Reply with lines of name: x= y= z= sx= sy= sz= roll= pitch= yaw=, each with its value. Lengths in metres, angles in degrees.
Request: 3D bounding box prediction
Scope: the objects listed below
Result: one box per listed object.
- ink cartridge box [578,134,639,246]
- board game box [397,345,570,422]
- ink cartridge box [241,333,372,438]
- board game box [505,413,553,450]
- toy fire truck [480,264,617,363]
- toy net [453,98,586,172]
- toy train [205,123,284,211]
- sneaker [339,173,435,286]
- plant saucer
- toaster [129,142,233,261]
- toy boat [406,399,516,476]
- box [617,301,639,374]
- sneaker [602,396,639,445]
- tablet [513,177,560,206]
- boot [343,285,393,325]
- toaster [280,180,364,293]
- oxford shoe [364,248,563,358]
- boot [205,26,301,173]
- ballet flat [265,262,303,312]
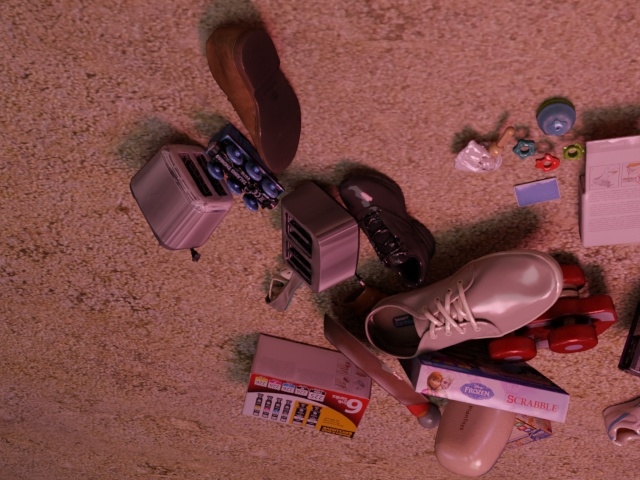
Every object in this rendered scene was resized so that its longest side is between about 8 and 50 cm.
ink cartridge box: x=0.635 y=-0.111 z=1.268 sx=0.296 sy=0.066 sz=0.261 roll=-5 pitch=131 yaw=14
board game box: x=0.349 y=0.303 z=1.556 sx=0.318 sy=0.318 sz=0.066 roll=12 pitch=93 yaw=-2
ink cartridge box: x=-0.041 y=0.410 z=1.830 sx=0.309 sy=0.130 sz=0.272 roll=13 pitch=134 yaw=-2
board game box: x=0.505 y=0.497 z=1.844 sx=0.193 sy=0.045 sz=0.146 roll=32 pitch=130 yaw=-33
toy fire truck: x=0.496 y=0.186 z=1.526 sx=0.302 sy=0.170 sz=0.254 roll=-14 pitch=153 yaw=21
toy net: x=0.365 y=-0.173 z=1.279 sx=0.232 sy=0.045 sz=0.122 roll=-17 pitch=129 yaw=26
toy train: x=-0.148 y=-0.139 z=1.359 sx=0.080 sy=0.105 sz=0.184 roll=-33 pitch=119 yaw=25
sneaker: x=0.141 y=-0.019 z=1.402 sx=0.109 sy=0.130 sz=0.286 roll=-29 pitch=120 yaw=33
plant saucer: x=0.116 y=0.284 z=1.592 sx=0.310 sy=0.310 sz=0.050 roll=41 pitch=86 yaw=-25
toaster: x=-0.272 y=-0.085 z=1.371 sx=0.129 sy=0.227 sz=0.146 roll=-6 pitch=149 yaw=-51
toy boat: x=0.357 y=0.463 z=1.770 sx=0.318 sy=0.268 sz=0.148 roll=6 pitch=146 yaw=50
box: x=0.786 y=0.240 z=1.423 sx=0.270 sy=0.165 sz=0.143 roll=19 pitch=176 yaw=15
sneaker: x=0.824 y=0.441 z=1.725 sx=0.087 sy=0.092 sz=0.228 roll=35 pitch=128 yaw=-19
tablet: x=0.429 y=-0.096 z=1.361 sx=0.083 sy=0.006 sz=0.054 roll=-12 pitch=129 yaw=19
boot: x=0.161 y=0.147 z=1.592 sx=0.152 sy=0.073 sz=0.197 roll=39 pitch=125 yaw=-19
toaster: x=0.000 y=0.000 z=1.403 sx=0.110 sy=0.185 sz=0.168 roll=-26 pitch=140 yaw=-26
oxford shoe: x=0.277 y=0.144 z=1.413 sx=0.449 sy=0.130 sz=0.169 roll=-22 pitch=90 yaw=32
boot: x=-0.120 y=-0.259 z=1.272 sx=0.115 sy=0.112 sz=0.305 roll=22 pitch=146 yaw=33
ballet flat: x=-0.073 y=0.090 z=1.582 sx=0.068 sy=0.072 sz=0.213 roll=26 pitch=132 yaw=-8
